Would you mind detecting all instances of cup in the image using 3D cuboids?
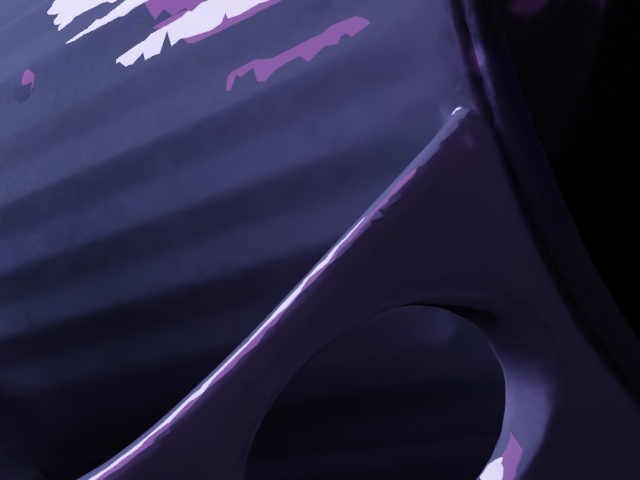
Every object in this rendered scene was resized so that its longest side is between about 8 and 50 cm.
[{"bbox_3d":[-0.004,-0.024,0.678,0.392,0.310,0.401,-18,-7,41],"label":"cup"}]
